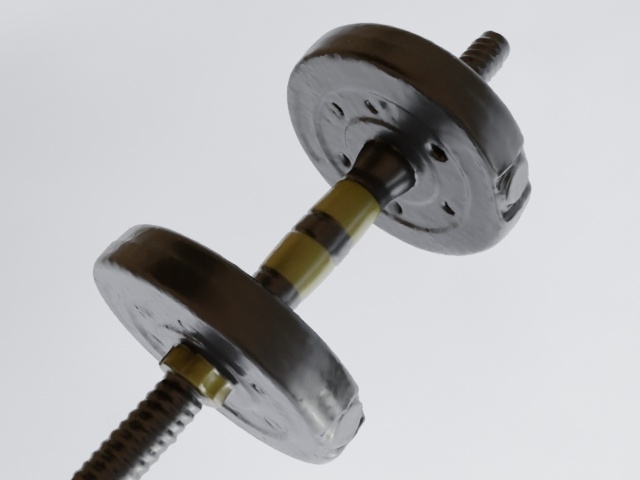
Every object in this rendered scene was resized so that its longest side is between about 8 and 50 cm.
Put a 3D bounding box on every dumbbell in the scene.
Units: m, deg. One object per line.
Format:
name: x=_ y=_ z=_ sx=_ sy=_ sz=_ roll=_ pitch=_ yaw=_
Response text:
dumbbell: x=0.000 y=0.000 z=0.433 sx=0.143 sy=0.143 sz=0.325 roll=20 pitch=-121 yaw=41
